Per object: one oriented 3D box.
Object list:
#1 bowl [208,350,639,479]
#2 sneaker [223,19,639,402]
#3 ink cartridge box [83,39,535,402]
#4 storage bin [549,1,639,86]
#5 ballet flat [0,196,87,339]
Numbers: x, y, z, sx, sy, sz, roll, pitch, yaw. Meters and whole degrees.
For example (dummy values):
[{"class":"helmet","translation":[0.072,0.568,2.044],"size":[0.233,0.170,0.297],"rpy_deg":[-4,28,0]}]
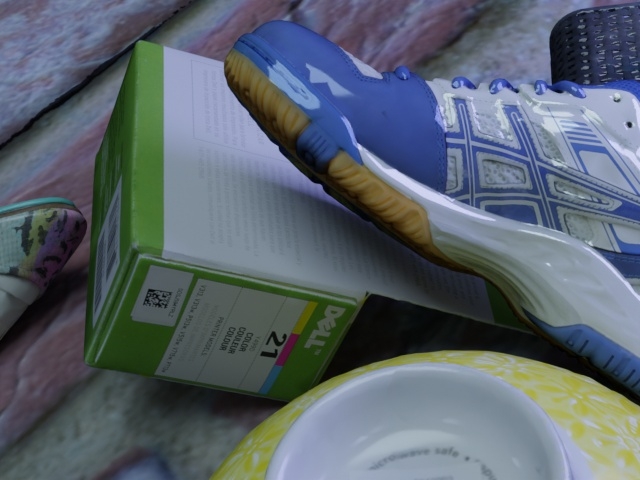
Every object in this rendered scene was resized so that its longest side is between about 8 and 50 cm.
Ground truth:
[{"class":"bowl","translation":[0.048,0.141,0.488],"size":[0.289,0.156,0.289],"rpy_deg":[-9,43,9]},{"class":"sneaker","translation":[0.096,-0.039,0.601],"size":[0.296,0.112,0.131],"rpy_deg":[33,91,-3]},{"class":"ink cartridge box","translation":[0.000,0.000,0.705],"size":[0.255,0.097,0.188],"rpy_deg":[13,39,-19]},{"class":"storage bin","translation":[0.224,-0.066,0.672],"size":[0.180,0.122,0.084],"rpy_deg":[-5,44,12]},{"class":"ballet flat","translation":[-0.247,0.040,0.751],"size":[0.221,0.077,0.079],"rpy_deg":[-16,61,8]}]
